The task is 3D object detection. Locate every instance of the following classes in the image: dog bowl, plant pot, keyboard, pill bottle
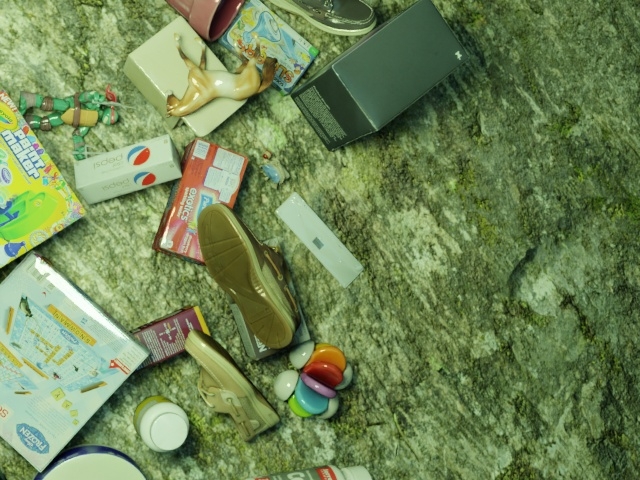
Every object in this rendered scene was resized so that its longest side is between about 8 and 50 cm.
[{"bbox_3d":[-0.484,0.566,1.762,0.264,0.104,0.265,1,86,-20],"label":"dog bowl"},{"bbox_3d":[-0.271,-0.571,1.863,0.180,0.201,0.201,31,77,0],"label":"plant pot"},{"bbox_3d":[0.000,0.000,2.020,0.072,0.014,0.256,-44,102,-11],"label":"keyboard"},{"bbox_3d":[-0.027,0.596,1.898,0.283,0.161,0.161,-4,89,-20],"label":"pill bottle"},{"bbox_3d":[-0.335,0.390,1.783,0.103,0.184,0.103,1,88,-20],"label":"pill bottle"}]

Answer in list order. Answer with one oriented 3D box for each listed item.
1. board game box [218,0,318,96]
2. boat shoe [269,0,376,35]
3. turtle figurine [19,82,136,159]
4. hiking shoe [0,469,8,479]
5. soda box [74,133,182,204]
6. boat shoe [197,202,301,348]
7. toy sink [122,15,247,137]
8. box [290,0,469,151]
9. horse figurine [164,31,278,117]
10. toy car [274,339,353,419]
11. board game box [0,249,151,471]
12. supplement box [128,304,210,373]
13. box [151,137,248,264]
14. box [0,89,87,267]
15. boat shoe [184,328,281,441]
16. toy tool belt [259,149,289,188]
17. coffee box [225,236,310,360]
[{"bbox_3d":[-0.121,-0.456,1.985,0.201,0.035,0.136,37,76,-15],"label":"board game box"},{"bbox_3d":[-0.004,-0.562,1.945,0.285,0.092,0.103,27,68,12],"label":"boat shoe"},{"bbox_3d":[-0.518,-0.259,1.791,0.234,0.118,0.175,2,127,-19],"label":"turtle figurine"},{"bbox_3d":[-0.687,0.497,1.662,0.304,0.113,0.132,20,71,8],"label":"hiking shoe"},{"bbox_3d":[-0.408,-0.150,1.792,0.216,0.069,0.074,-17,58,3],"label":"soda box"},{"bbox_3d":[-0.142,0.063,1.814,0.342,0.123,0.123,58,33,-9],"label":"boat shoe"},{"bbox_3d":[-0.298,-0.344,1.863,0.153,0.131,0.234,-44,98,-19],"label":"toy sink"},{"bbox_3d":[0.129,-0.377,1.936,0.296,0.294,0.183,-40,101,-18],"label":"box"},{"bbox_3d":[-0.206,-0.355,1.793,0.263,0.066,0.175,-5,79,-18],"label":"horse figurine"},{"bbox_3d":[-0.005,0.323,1.934,0.159,0.136,0.182,31,77,-16],"label":"toy car"},{"bbox_3d":[-0.569,0.241,1.707,0.318,0.066,0.318,43,86,-2],"label":"board game box"},{"bbox_3d":[-0.346,0.213,1.831,0.188,0.104,0.081,-23,95,-20],"label":"supplement box"},{"bbox_3d":[-0.268,-0.082,1.865,0.128,0.122,0.257,20,81,-18],"label":"box"},{"bbox_3d":[-0.675,-0.093,1.669,0.279,0.177,0.290,-37,102,-25],"label":"box"},{"bbox_3d":[-0.205,0.325,1.819,0.110,0.121,0.341,-39,127,-7],"label":"boat shoe"},{"bbox_3d":[-0.116,-0.165,1.964,0.051,0.052,0.083,-44,101,-25],"label":"toy tool belt"},{"bbox_3d":[-0.134,0.131,1.916,0.141,0.098,0.247,-18,93,-20],"label":"coffee box"}]
